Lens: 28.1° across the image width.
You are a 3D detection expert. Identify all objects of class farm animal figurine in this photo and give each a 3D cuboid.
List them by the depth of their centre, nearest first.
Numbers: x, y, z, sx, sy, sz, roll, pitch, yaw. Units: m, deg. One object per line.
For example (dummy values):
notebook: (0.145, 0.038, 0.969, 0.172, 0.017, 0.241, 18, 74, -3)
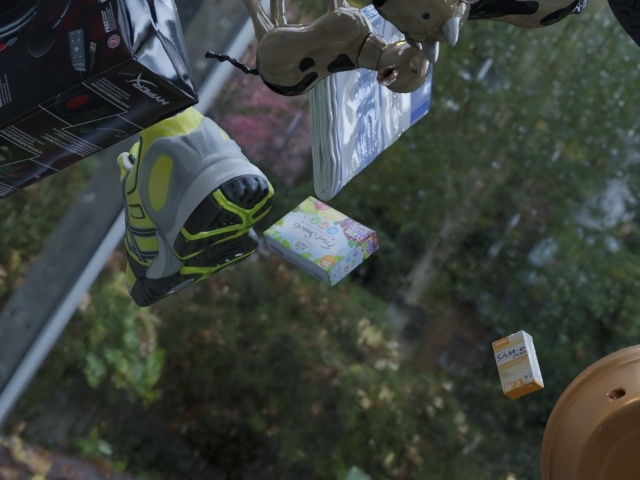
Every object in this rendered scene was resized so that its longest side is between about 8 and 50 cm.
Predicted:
farm animal figurine: (0.093, -0.218, 1.072, 0.326, 0.172, 0.330, -11, -15, -20)

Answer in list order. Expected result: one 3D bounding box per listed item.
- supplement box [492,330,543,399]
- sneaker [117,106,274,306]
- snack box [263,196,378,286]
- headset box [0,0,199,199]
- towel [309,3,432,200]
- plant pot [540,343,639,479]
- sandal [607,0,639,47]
supplement box: (0.333, 0.210, 2.155, 0.036, 0.062, 0.098, 33, 39, -47)
sneaker: (-0.152, -0.038, 1.401, 0.147, 0.145, 0.385, 59, -25, 9)
snack box: (0.000, 0.000, 1.860, 0.141, 0.100, 0.037, 29, -31, 39)
headset box: (-0.274, -0.168, 1.117, 0.110, 0.293, 0.218, 30, 41, -60)
towel: (0.070, -0.193, 1.569, 0.034, 0.209, 0.285, 16, 35, 27)
plant pot: (0.381, 0.258, 1.394, 0.291, 0.291, 0.203, 32, 4, 13)
sandal: (0.514, -0.185, 1.512, 0.167, 0.107, 0.446, -28, -78, 42)
